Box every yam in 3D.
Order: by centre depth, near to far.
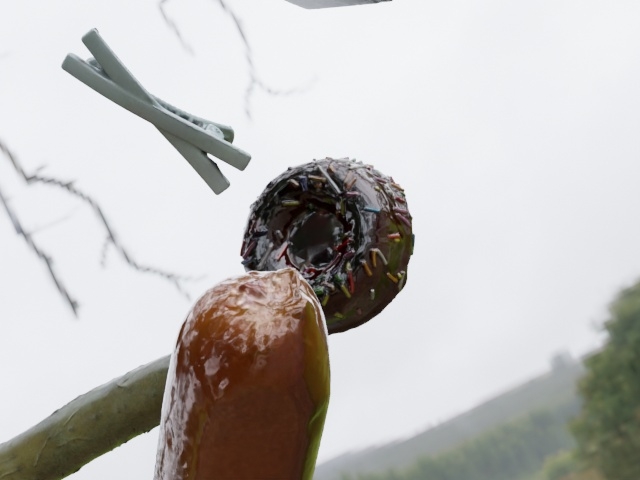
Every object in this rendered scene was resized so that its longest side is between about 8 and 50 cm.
[{"bbox_3d":[-0.213,0.187,1.790,0.371,0.083,0.083,-28,-10,18],"label":"yam"}]

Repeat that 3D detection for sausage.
[{"bbox_3d":[-0.059,0.167,0.973,0.094,0.348,0.097,10,30,-4],"label":"sausage"}]

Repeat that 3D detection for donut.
[{"bbox_3d":[0.000,0.000,2.014,0.235,0.235,0.089,-29,-24,18],"label":"donut"}]

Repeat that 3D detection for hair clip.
[{"bbox_3d":[-0.091,-0.074,0.900,0.030,0.115,0.039,-47,20,12],"label":"hair clip"}]

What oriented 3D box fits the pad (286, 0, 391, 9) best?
[{"bbox_3d":[-0.038,-0.216,1.309,0.143,0.003,0.211,20,-1,-21],"label":"pad"}]
